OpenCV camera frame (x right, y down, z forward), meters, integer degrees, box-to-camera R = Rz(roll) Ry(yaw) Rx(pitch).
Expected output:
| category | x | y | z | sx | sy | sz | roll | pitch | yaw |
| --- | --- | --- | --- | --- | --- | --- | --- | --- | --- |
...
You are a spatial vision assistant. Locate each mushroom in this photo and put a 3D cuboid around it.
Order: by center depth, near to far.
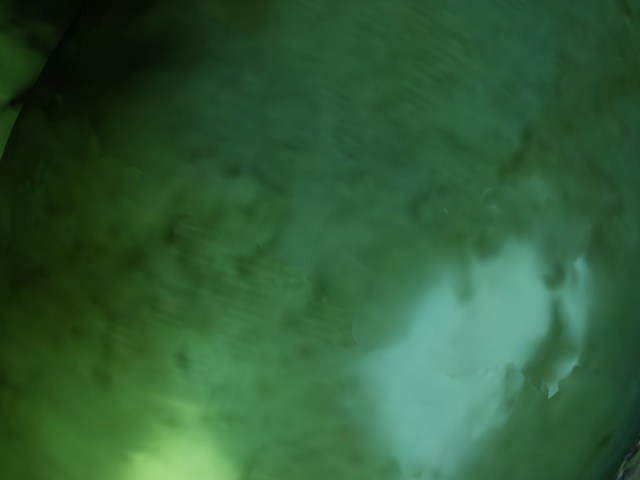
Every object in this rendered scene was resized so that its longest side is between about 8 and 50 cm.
| category | x | y | z | sx | sy | sz | roll | pitch | yaw |
| --- | --- | --- | --- | --- | --- | --- | --- | --- | --- |
| mushroom | 0.000 | 0.000 | 0.661 | 0.352 | 0.260 | 0.352 | 23 | 90 | -79 |
